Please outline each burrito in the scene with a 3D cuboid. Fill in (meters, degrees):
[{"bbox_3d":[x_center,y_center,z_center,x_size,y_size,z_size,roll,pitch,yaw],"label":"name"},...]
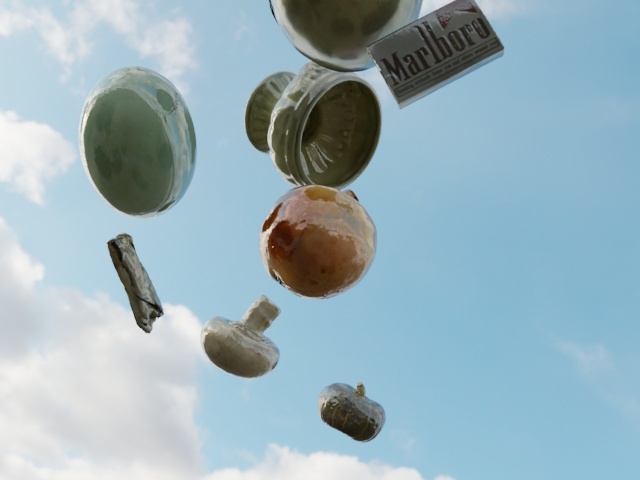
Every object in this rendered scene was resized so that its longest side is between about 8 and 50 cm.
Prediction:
[{"bbox_3d":[-0.294,0.067,1.018,0.042,0.051,0.171,-11,-68,24],"label":"burrito"}]

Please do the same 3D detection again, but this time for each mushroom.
[{"bbox_3d":[-0.187,0.245,1.573,0.206,0.206,0.209,35,-66,-12],"label":"mushroom"}]

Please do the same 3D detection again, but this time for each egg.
[{"bbox_3d":[-0.322,-0.169,1.135,0.203,0.203,0.283,15,-57,9],"label":"egg"}]

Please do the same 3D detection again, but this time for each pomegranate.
[{"bbox_3d":[-0.001,0.004,1.013,0.191,0.191,0.191,12,-45,12],"label":"pomegranate"}]

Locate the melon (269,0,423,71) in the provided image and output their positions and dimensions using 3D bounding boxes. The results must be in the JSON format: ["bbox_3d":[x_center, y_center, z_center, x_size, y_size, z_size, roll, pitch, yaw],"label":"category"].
[{"bbox_3d":[0.045,-0.428,1.083,0.268,0.268,0.330,13,-8,11],"label":"melon"}]

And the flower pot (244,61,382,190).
[{"bbox_3d":[-0.031,-0.282,1.522,0.244,0.307,0.307,27,-36,39],"label":"flower pot"}]

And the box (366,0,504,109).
[{"bbox_3d":[0.173,-0.289,0.973,0.177,0.115,0.036,-26,-19,5],"label":"box"}]

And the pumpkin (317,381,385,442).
[{"bbox_3d":[0.096,0.503,1.913,0.219,0.162,0.219,26,-6,3],"label":"pumpkin"}]
